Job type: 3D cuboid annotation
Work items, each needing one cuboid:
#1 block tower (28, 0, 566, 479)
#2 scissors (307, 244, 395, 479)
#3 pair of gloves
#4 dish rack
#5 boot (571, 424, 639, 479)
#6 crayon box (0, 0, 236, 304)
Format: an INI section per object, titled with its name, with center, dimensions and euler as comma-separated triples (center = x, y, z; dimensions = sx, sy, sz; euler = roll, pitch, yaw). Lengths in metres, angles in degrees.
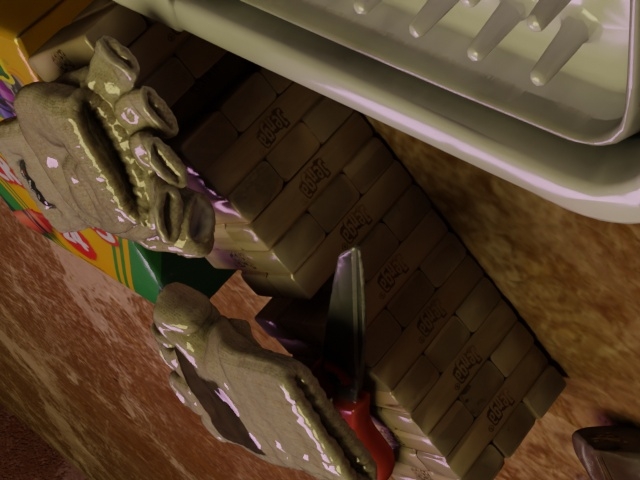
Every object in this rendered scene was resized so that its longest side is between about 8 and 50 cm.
[block tower]
center = 0.000, 0.000, 0.637
dimensions = 0.335, 0.091, 0.097
euler = 51, 158, -21
[scissors]
center = 0.018, 0.076, 0.603
dimensions = 0.109, 0.021, 0.297
euler = 44, 158, 3
[pair of gloves]
center = -0.070, 0.019, 0.596
dimensions = 0.240, 0.042, 0.204
euler = 56, 159, -9
[dish rack]
center = -0.011, -0.163, 0.375
dimensions = 0.332, 0.072, 0.286
euler = 30, 154, 30
[boot]
center = 0.163, 0.142, 0.695
dimensions = 0.106, 0.037, 0.114
euler = 2, 140, 40
[crayon box]
center = -0.183, -0.101, 0.778
dimensions = 0.202, 0.081, 0.319
euler = 27, 153, 36
